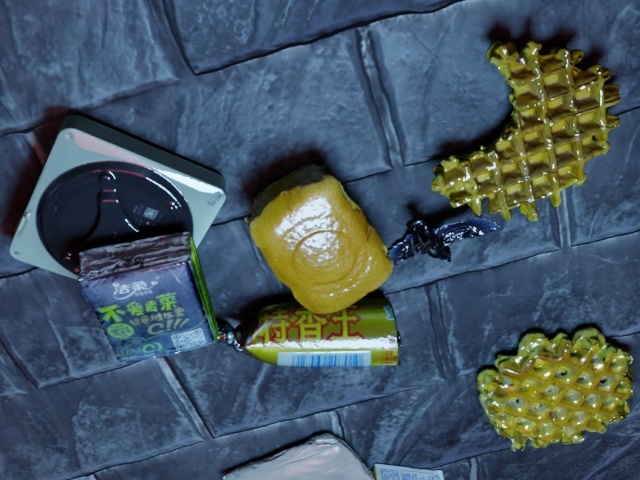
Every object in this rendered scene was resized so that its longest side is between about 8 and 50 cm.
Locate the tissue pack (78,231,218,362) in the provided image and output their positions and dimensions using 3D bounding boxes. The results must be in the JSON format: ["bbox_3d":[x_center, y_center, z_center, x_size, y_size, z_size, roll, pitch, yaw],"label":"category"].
[{"bbox_3d":[-0.263,0.095,1.214,0.174,0.073,0.235,-12,140,-4],"label":"tissue pack"}]

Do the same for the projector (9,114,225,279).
[{"bbox_3d":[-0.312,-0.032,1.190,0.259,0.079,0.257,22,121,-23],"label":"projector"}]

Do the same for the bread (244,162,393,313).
[{"bbox_3d":[0.000,0.000,1.225,0.174,0.121,0.245,-26,122,13],"label":"bread"}]

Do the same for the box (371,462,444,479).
[{"bbox_3d":[0.189,0.599,1.583,0.169,0.265,0.097,10,125,-15],"label":"box"}]

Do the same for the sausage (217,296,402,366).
[{"bbox_3d":[-0.023,0.156,1.338,0.318,0.125,0.117,1,129,-3],"label":"sausage"}]

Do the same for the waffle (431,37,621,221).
[{"bbox_3d":[0.319,-0.161,1.180,0.260,0.069,0.292,13,123,-20],"label":"waffle"}]

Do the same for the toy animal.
[{"bbox_3d":[0.182,0.003,1.262,0.220,0.062,0.108,-23,157,38],"label":"toy animal"}]

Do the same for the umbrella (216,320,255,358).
[{"bbox_3d":[-0.161,0.173,1.379,0.144,0.040,0.037,31,125,-24],"label":"umbrella"}]

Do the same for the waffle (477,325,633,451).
[{"bbox_3d":[0.468,0.295,1.518,0.302,0.068,0.324,-22,126,10],"label":"waffle"}]

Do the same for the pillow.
[{"bbox_3d":[-0.044,0.493,1.603,0.270,0.067,0.173,-26,118,12],"label":"pillow"}]
